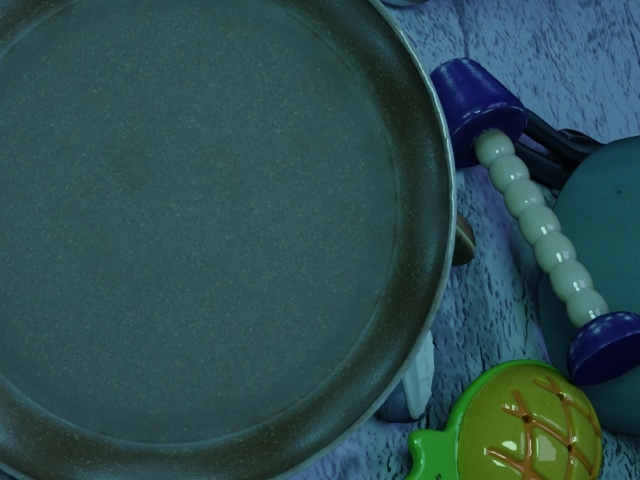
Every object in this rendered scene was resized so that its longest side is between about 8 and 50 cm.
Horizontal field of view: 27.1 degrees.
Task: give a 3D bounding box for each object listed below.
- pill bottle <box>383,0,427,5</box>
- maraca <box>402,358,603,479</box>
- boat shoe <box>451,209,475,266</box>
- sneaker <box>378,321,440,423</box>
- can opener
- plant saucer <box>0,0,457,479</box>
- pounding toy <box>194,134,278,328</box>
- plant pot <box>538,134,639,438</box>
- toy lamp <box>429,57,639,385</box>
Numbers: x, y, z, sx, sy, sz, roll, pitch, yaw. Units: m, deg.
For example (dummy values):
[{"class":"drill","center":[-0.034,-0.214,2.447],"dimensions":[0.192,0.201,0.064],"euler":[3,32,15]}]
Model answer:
[{"class":"pill bottle","center":[0.130,-0.293,0.992],"dimensions":[0.153,0.264,0.153],"euler":[19,61,-38]},{"class":"maraca","center":[0.128,0.156,0.928],"dimensions":[0.185,0.099,0.127],"euler":[-24,92,-37]},{"class":"boat shoe","center":[0.050,-0.044,0.956],"dimensions":[0.178,0.064,0.060],"euler":[36,53,-26]},{"class":"sneaker","center":[0.000,0.000,0.875],"dimensions":[0.110,0.122,0.283],"euler":[-95,169,-68]},{"class":"can opener","center":[0.197,-0.072,1.130],"dimensions":[0.186,0.073,0.059],"euler":[17,101,-36]},{"class":"plant saucer","center":[-0.085,-0.018,0.696],"dimensions":[0.050,0.310,0.310],"euler":[27,44,-84]},{"class":"pounding toy","center":[-0.088,-0.002,0.769],"dimensions":[0.100,0.130,0.141],"euler":[-11,81,-59]},{"class":"plant pot","center":[0.369,0.038,1.005],"dimensions":[0.341,0.334,0.341],"euler":[0,90,-42]},{"class":"toy lamp","center":[0.154,-0.024,0.993],"dimensions":[0.080,0.080,0.275],"euler":[9,46,-43]}]
